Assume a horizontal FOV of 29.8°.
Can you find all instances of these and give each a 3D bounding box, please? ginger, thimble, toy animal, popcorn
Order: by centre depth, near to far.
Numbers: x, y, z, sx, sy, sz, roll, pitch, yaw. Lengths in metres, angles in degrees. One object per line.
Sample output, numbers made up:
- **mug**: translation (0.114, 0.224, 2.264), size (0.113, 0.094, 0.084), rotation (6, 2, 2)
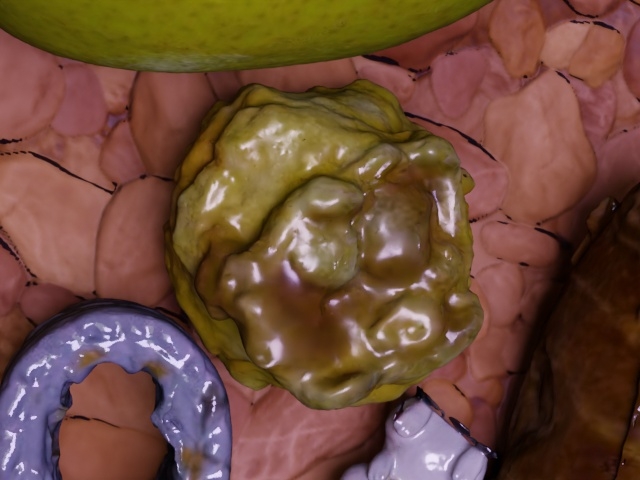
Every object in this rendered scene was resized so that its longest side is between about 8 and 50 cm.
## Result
- **thimble**: translation (-0.116, 0.109, 0.663), size (0.127, 0.118, 0.151), rotation (11, 90, -10)
- **popcorn**: translation (0.004, -0.001, 0.668), size (0.197, 0.155, 0.198), rotation (2, 80, -12)
- **ginger**: translation (0.207, 0.171, 0.704), size (0.254, 0.176, 0.418), rotation (13, 91, -19)
- **toy animal**: translation (0.039, 0.150, 0.707), size (0.071, 0.085, 0.124), rotation (39, 88, -10)

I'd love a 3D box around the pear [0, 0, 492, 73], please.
- **pear**: translation (0.010, -0.217, 0.580), size (0.318, 0.238, 0.342), rotation (16, 108, -12)
